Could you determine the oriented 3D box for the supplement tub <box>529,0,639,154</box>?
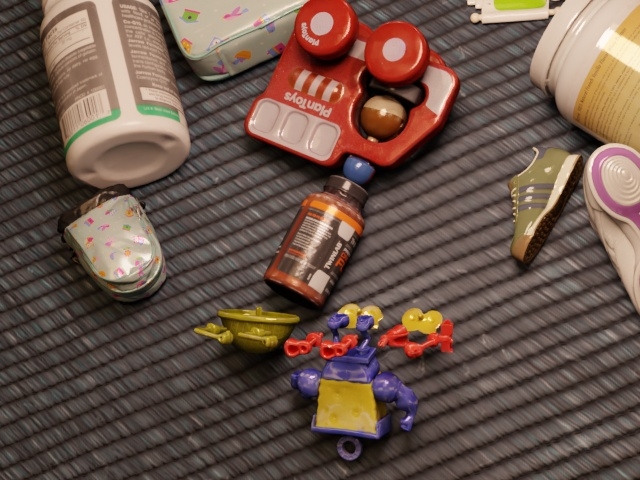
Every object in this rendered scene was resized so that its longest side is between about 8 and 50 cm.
[{"bbox_3d":[0.489,-0.228,1.750,0.316,0.228,0.228,37,82,21],"label":"supplement tub"}]

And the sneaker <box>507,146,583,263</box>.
[{"bbox_3d":[0.319,-0.060,1.821,0.086,0.064,0.192,25,77,27],"label":"sneaker"}]

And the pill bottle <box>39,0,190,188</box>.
[{"bbox_3d":[-0.347,-0.284,1.972,0.204,0.204,0.361,-18,67,6],"label":"pill bottle"}]

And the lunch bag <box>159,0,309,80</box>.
[{"bbox_3d":[-0.124,-0.412,2.021,0.279,0.108,0.224,-26,62,0],"label":"lunch bag"}]

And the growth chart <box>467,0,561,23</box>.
[{"bbox_3d":[0.311,-0.461,1.990,0.172,0.021,0.237,-11,69,7],"label":"growth chart"}]

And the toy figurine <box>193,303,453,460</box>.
[{"bbox_3d":[0.008,0.219,1.723,0.363,0.191,0.217,2,104,18],"label":"toy figurine"}]

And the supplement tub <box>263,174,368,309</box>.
[{"bbox_3d":[0.000,0.000,1.842,0.106,0.106,0.198,24,78,20],"label":"supplement tub"}]

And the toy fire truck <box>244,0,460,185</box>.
[{"bbox_3d":[0.054,-0.224,1.890,0.302,0.169,0.254,25,90,20],"label":"toy fire truck"}]

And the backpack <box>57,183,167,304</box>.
[{"bbox_3d":[-0.326,0.012,1.907,0.152,0.115,0.182,-33,69,-4],"label":"backpack"}]

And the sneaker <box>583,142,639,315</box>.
[{"bbox_3d":[0.470,0.002,1.738,0.114,0.152,0.305,-22,90,1],"label":"sneaker"}]
